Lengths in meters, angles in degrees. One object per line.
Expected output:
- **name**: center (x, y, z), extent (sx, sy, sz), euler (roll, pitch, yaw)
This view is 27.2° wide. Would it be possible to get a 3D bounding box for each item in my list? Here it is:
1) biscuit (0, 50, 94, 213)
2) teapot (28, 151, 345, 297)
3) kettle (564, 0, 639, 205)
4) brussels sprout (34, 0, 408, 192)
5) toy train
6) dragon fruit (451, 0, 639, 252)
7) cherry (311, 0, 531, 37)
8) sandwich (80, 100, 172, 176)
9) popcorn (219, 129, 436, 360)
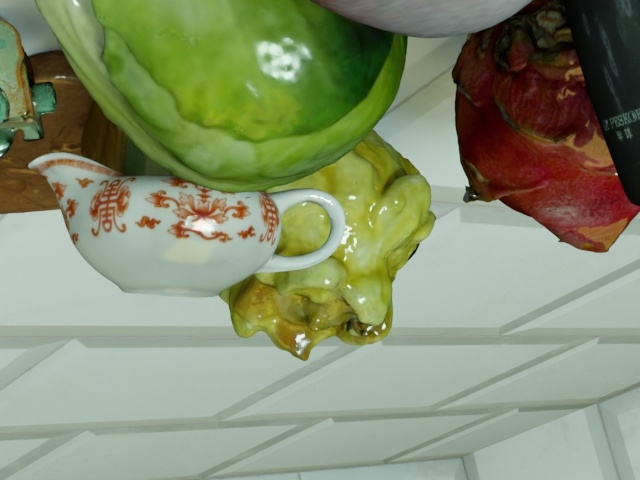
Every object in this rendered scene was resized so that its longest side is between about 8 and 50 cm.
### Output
- **biscuit**: center (-0.222, -0.082, 1.236), extent (0.306, 0.043, 0.284), euler (-25, 158, 31)
- **teapot**: center (-0.099, -0.010, 1.018), extent (0.245, 0.116, 0.159), euler (1, 164, -23)
- **kettle**: center (0.263, -0.191, 0.851), extent (0.207, 0.290, 0.268), euler (-20, -178, -12)
- **brussels sprout**: center (-0.066, -0.150, 0.901), extent (0.271, 0.219, 0.210), euler (25, 152, -30)
- **toy train**: center (-0.301, -0.109, 1.029), extent (0.188, 0.099, 0.072), euler (-12, 164, -4)
- **dragon fruit**: center (0.221, -0.120, 1.133), extent (0.250, 0.250, 0.315), euler (-7, 153, -17)
- **cherry**: center (0.074, -0.232, 0.756), extent (0.239, 0.206, 0.239), euler (-2, 157, -1)
- **sandwich**: center (-0.148, -0.129, 1.103), extent (0.079, 0.163, 0.113), euler (-2, -160, -29)
- **popcorn**: center (0.000, 0.000, 1.371), extent (0.215, 0.252, 0.286), euler (30, 151, 1)
